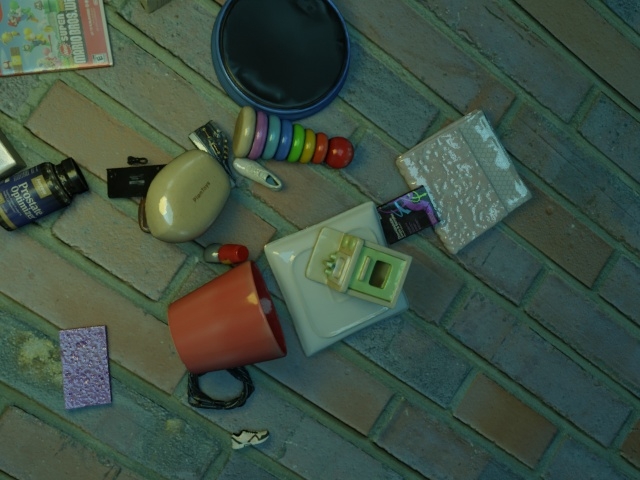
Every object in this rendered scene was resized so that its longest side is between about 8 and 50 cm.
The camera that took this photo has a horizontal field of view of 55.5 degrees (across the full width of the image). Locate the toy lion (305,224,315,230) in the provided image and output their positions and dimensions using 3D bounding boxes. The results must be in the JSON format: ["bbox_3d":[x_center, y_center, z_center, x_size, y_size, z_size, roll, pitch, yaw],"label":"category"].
[{"bbox_3d":[0.000,0.000,1.724,0.096,0.034,0.100,13,89,-20],"label":"toy lion"}]

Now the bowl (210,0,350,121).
[{"bbox_3d":[-0.101,-0.524,1.660,0.391,0.077,0.391,0,92,-12],"label":"bowl"}]

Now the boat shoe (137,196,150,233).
[{"bbox_3d":[-0.443,-0.107,1.608,0.064,0.060,0.178,14,89,-12],"label":"boat shoe"}]

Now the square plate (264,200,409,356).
[{"bbox_3d":[0.059,0.110,1.708,0.344,0.049,0.347,-23,103,-13],"label":"square plate"}]

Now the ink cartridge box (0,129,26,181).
[{"bbox_3d":[-0.904,-0.191,1.480,0.272,0.114,0.197,-35,99,-9],"label":"ink cartridge box"}]

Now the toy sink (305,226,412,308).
[{"bbox_3d":[0.101,0.071,1.621,0.234,0.131,0.153,20,90,-18],"label":"toy sink"}]

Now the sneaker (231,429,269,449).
[{"bbox_3d":[-0.196,0.545,1.693,0.109,0.040,0.044,-12,92,-12],"label":"sneaker"}]

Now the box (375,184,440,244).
[{"bbox_3d":[0.247,-0.072,1.748,0.162,0.029,0.116,-26,97,10],"label":"box"}]

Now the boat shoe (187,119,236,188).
[{"bbox_3d":[-0.268,-0.234,1.639,0.083,0.065,0.183,-39,99,-9],"label":"boat shoe"}]

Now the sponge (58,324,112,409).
[{"bbox_3d":[-0.617,0.332,1.600,0.117,0.031,0.210,-4,92,-12],"label":"sponge"}]

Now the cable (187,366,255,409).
[{"bbox_3d":[-0.271,0.391,1.674,0.184,0.047,0.151,7,85,-10],"label":"cable"}]

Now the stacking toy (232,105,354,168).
[{"bbox_3d":[-0.065,-0.265,1.661,0.330,0.141,0.141,9,90,-19],"label":"stacking toy"}]

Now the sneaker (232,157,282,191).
[{"bbox_3d":[-0.168,-0.185,1.665,0.152,0.061,0.054,27,88,-10],"label":"sneaker"}]

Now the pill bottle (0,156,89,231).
[{"bbox_3d":[-0.704,-0.121,1.521,0.219,0.123,0.123,-27,97,-9],"label":"pill bottle"}]

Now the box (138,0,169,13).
[{"bbox_3d":[-0.441,-0.701,1.527,0.119,0.181,0.182,-36,99,-9],"label":"box"}]

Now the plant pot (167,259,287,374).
[{"bbox_3d":[-0.244,0.212,1.572,0.243,0.275,0.275,-20,96,0],"label":"plant pot"}]

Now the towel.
[{"bbox_3d":[0.427,-0.177,1.797,0.317,0.053,0.332,-33,97,-9],"label":"towel"}]

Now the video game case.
[{"bbox_3d":[-0.693,-0.535,1.560,0.285,0.025,0.204,-9,94,-11],"label":"video game case"}]

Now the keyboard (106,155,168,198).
[{"bbox_3d":[-0.473,-0.167,1.583,0.180,0.023,0.108,-2,89,13],"label":"keyboard"}]

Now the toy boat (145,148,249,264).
[{"bbox_3d":[-0.314,-0.056,1.558,0.267,0.148,0.318,-53,123,-35],"label":"toy boat"}]
